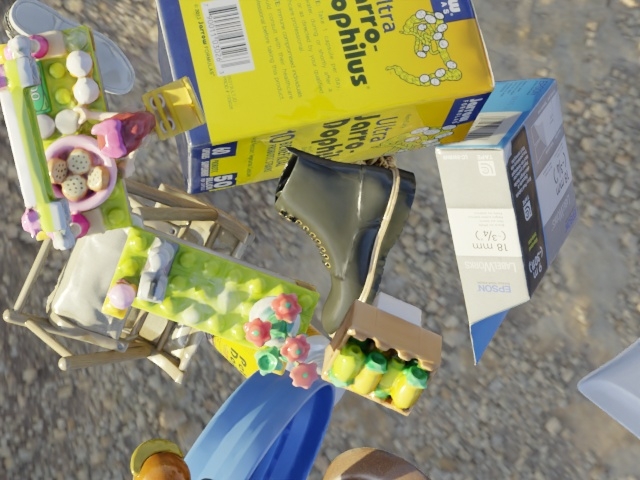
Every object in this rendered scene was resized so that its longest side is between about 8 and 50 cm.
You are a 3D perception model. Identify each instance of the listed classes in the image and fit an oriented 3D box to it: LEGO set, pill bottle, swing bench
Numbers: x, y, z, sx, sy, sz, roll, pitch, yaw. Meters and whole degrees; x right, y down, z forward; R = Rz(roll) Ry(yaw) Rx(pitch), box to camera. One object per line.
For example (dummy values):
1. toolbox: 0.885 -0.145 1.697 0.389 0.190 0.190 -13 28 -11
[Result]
1. LEGO set: -0.061 -0.013 0.580 0.132 0.107 0.287 -34 98 -1
2. pill bottle: -0.061 0.152 1.867 0.117 0.215 0.117 -30 141 -28
3. swing bench: -0.268 0.051 1.902 0.255 0.165 0.253 14 106 -53

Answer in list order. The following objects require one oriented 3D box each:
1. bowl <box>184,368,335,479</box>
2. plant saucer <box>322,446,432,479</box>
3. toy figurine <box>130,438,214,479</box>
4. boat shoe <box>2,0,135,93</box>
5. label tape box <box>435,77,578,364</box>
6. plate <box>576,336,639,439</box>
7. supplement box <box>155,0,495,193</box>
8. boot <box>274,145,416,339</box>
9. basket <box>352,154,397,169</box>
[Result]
1. bowl: -0.110 0.315 1.505 0.077 0.391 0.391 27 97 12
2. plant saucer: 0.060 0.277 1.257 0.029 0.168 0.168 -27 116 -47
3. toy figurine: -0.099 0.289 1.085 0.210 0.213 0.148 23 141 10
4. boat shoe: -0.223 -0.167 1.176 0.125 0.038 0.046 29 69 -22
5. label tape box: 0.272 -0.027 1.850 0.106 0.240 0.333 1 119 28
6. plate: 0.487 0.205 1.628 0.277 0.278 0.045 38 59 2
7. supplement box: -0.003 -0.201 1.578 0.357 0.194 0.195 -12 77 -8
8. boot: 0.000 0.000 1.369 0.137 0.077 0.198 15 110 -13
9. basket: 0.016 -0.177 1.955 0.223 0.213 0.299 -44 140 -2
